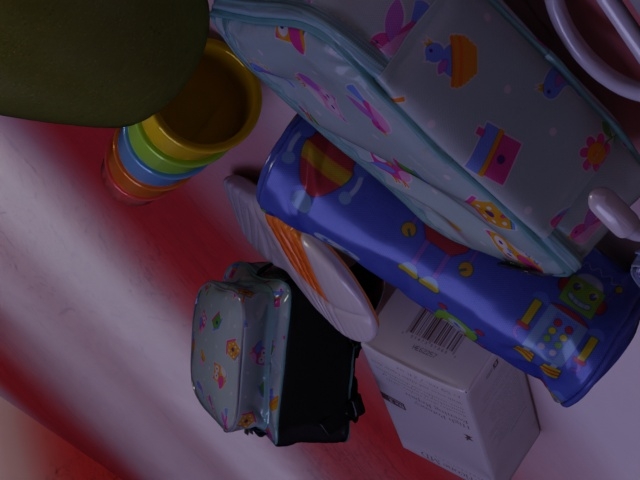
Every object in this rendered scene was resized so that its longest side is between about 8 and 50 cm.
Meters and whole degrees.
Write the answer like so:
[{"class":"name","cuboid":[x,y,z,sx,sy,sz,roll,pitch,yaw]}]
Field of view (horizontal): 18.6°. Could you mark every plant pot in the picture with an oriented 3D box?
[{"class":"plant pot","cuboid":[-0.215,-0.196,1.355,0.275,0.275,0.293,17,169,40]}]

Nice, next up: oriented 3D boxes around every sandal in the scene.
[{"class":"sandal","cuboid":[-0.004,-0.009,1.690,0.265,0.076,0.102,43,159,53]}]

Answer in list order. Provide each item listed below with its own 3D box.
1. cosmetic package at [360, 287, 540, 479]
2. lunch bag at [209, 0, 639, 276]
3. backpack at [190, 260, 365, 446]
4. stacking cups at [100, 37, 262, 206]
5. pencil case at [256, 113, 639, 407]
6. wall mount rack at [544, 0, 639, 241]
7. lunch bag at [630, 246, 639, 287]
[{"class":"cosmetic package","cuboid":[0.122,0.137,1.792,0.117,0.085,0.231,25,157,26]},{"class":"lunch bag","cuboid":[0.067,-0.090,1.274,0.279,0.108,0.224,42,169,-25]},{"class":"backpack","cuboid":[-0.045,0.099,1.818,0.144,0.166,0.188,0,-171,-14]},{"class":"stacking cups","cuboid":[-0.138,-0.094,1.679,0.096,0.096,0.316,38,163,-9]},{"class":"pencil case","cuboid":[0.096,0.000,1.462,0.306,0.119,0.133,33,167,5]},{"class":"wall mount rack","cuboid":[0.157,-0.150,1.012,0.304,0.130,0.350,52,156,-9]},{"class":"lunch bag","cuboid":[0.253,0.015,1.320,0.083,0.071,0.053,46,159,-27]}]
